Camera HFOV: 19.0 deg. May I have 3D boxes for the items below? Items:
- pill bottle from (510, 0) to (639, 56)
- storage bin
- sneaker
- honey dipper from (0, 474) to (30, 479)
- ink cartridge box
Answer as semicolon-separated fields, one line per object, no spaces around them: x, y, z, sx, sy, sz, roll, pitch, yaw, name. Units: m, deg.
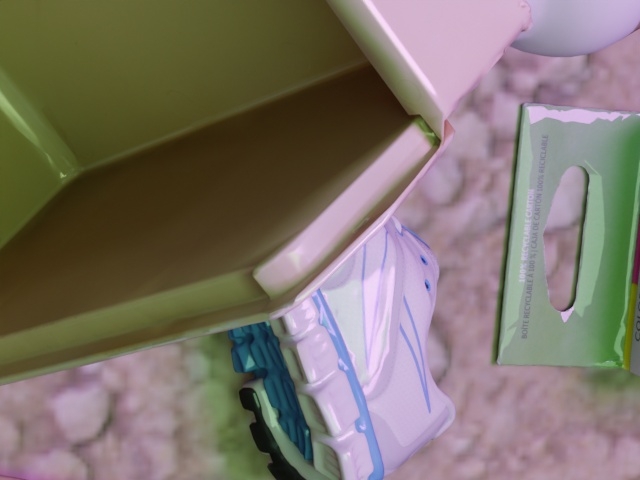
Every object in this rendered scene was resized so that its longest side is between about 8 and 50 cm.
0.098;-0.155;0.637;0.265;0.153;0.153;-33;107;-13;pill bottle
-0.116;-0.098;0.542;0.262;0.260;0.123;53;55;-16;storage bin
0.000;0.000;0.707;0.083;0.071;0.190;-24;105;-32;sneaker
-0.079;0.101;0.715;0.161;0.030;0.030;13;97;-15;honey dipper
0.182;0.006;0.748;0.209;0.062;0.109;2;100;-15;ink cartridge box
